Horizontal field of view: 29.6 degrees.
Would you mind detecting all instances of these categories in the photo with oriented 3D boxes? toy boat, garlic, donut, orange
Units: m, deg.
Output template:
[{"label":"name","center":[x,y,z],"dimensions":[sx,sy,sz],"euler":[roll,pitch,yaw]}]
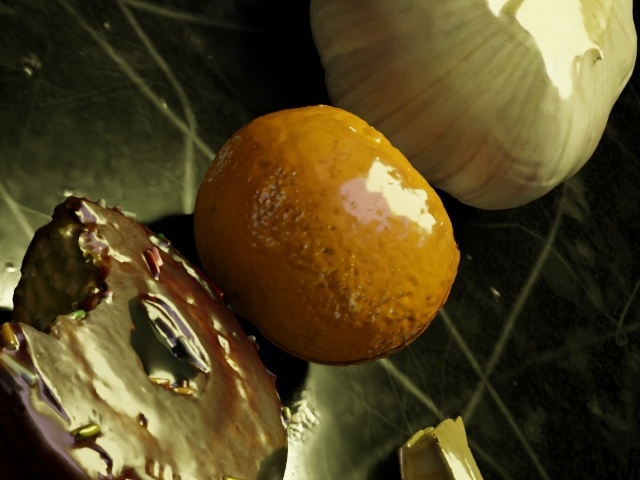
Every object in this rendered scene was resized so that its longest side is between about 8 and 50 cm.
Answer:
[{"label":"toy boat","center":[0.109,0.223,0.867],"dimensions":[0.072,0.064,0.206],"euler":[26,44,-48]},{"label":"garlic","center":[0.128,-0.181,1.050],"dimensions":[0.317,0.259,0.317],"euler":[1,86,-21]},{"label":"donut","center":[-0.117,0.092,0.703],"dimensions":[0.216,0.096,0.230],"euler":[41,26,-29]},{"label":"orange","center":[0.000,0.000,0.844],"dimensions":[0.193,0.161,0.193],"euler":[45,-2,2]}]
